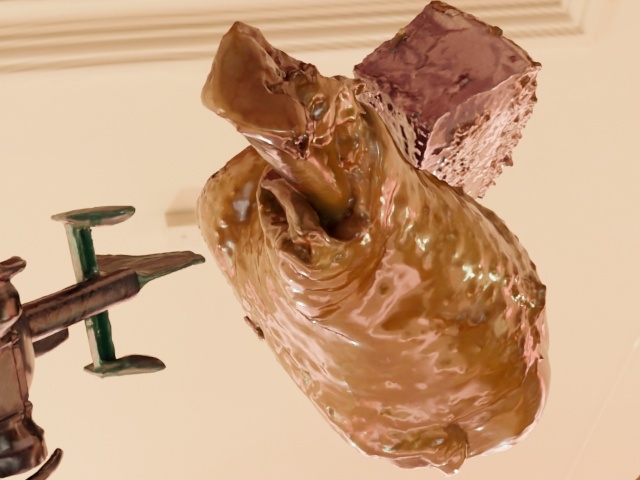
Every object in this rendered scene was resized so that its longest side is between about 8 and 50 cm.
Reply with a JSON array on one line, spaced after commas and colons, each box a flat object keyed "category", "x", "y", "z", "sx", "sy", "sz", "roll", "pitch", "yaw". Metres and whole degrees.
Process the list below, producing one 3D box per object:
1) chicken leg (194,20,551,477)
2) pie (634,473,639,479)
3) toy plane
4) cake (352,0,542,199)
[{"category": "chicken leg", "x": 0.000, "y": 0.000, "z": 0.641, "sx": 0.295, "sy": 0.409, "sz": 0.182, "roll": 35, "pitch": -99, "yaw": 33}, {"category": "pie", "x": 0.358, "y": 0.266, "z": 0.726, "sx": 0.102, "sy": 0.355, "sz": 0.288, "roll": 2, "pitch": -145, "yaw": -43}, {"category": "toy plane", "x": -0.178, "y": 0.052, "z": 0.451, "sx": 0.155, "sy": 0.107, "sz": 0.381, "roll": 0, "pitch": -165, "yaw": 33}, {"category": "cake", "x": 0.094, "y": -0.079, "z": 0.802, "sx": 0.116, "sy": 0.295, "sz": 0.113, "roll": -32, "pitch": -113, "yaw": -11}]
